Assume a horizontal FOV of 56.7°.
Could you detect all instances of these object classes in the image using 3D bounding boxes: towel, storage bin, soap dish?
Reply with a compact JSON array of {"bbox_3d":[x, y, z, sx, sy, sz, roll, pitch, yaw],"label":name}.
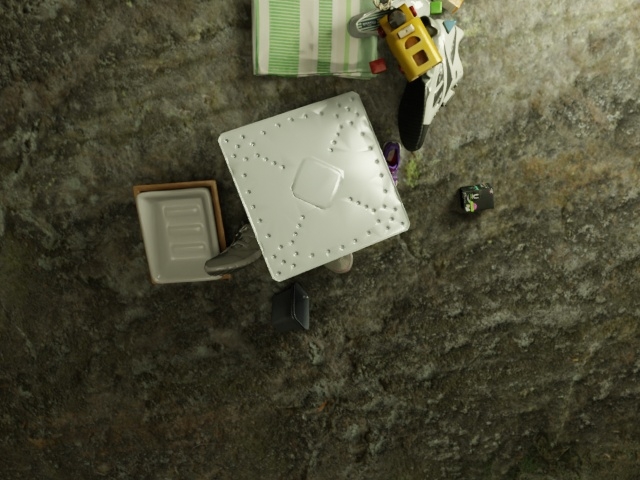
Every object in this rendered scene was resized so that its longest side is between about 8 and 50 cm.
[{"bbox_3d":[-0.014,-0.537,1.509,0.324,0.038,0.248,1,109,2],"label":"towel"},{"bbox_3d":[-0.089,0.207,1.738,0.091,0.135,0.098,-21,132,21],"label":"storage bin"},{"bbox_3d":[-0.379,-0.028,1.664,0.228,0.118,0.291,-4,110,3],"label":"soap dish"}]

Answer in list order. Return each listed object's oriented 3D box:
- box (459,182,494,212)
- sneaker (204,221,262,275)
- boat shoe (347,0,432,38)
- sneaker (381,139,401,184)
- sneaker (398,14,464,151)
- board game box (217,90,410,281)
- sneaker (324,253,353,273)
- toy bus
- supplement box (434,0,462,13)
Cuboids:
[{"bbox_3d":[0.432,-0.118,1.639,0.083,0.052,0.062,-8,111,4],"label":"box"},{"bbox_3d":[-0.208,0.008,1.640,0.281,0.105,0.115,-29,90,-33],"label":"sneaker"},{"bbox_3d":[0.180,-0.544,1.457,0.226,0.076,0.083,-23,112,-5],"label":"boat shoe"},{"bbox_3d":[0.181,-0.186,1.613,0.068,0.071,0.170,5,111,0],"label":"sneaker"},{"bbox_3d":[0.293,-0.384,1.504,0.146,0.122,0.331,-1,112,-26],"label":"sneaker"},{"bbox_3d":[-0.014,-0.141,1.515,0.390,0.050,0.390,-21,89,-15],"label":"board game box"},{"bbox_3d":[0.000,0.000,1.665,0.103,0.111,0.252,-37,105,13],"label":"sneaker"},{"bbox_3d":[0.199,-0.467,1.362,0.202,0.104,0.191,14,103,5],"label":"toy bus"},{"bbox_3d":[0.306,-0.615,1.458,0.098,0.036,0.062,30,79,-9],"label":"supplement box"}]
